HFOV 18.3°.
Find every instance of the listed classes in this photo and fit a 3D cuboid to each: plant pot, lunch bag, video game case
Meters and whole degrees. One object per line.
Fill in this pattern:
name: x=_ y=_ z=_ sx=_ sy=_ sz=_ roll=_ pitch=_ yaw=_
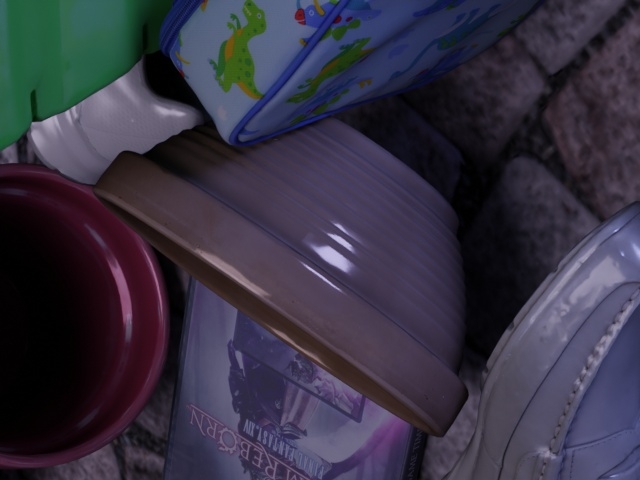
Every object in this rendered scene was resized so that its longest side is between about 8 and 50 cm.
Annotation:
plant pot: x=-0.229 y=0.057 z=1.360 sx=0.180 sy=0.201 sz=0.201 roll=-12 pitch=97 yaw=60
plant pot: x=0.000 y=0.000 z=1.106 sx=0.237 sy=0.237 sz=0.109 roll=32 pitch=83 yaw=30
lunch bag: x=0.033 y=-0.135 z=1.015 sx=0.090 sy=0.219 sz=0.176 roll=56 pitch=135 yaw=13
video game case: x=-0.014 y=0.097 z=1.281 sx=0.196 sy=0.026 sz=0.274 roll=29 pitch=122 yaw=33

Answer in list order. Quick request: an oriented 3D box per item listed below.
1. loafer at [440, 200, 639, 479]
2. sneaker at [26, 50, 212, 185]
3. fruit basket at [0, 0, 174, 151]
loafer: x=0.140 y=0.115 z=1.093 sx=0.111 sy=0.112 sz=0.319 roll=37 pitch=135 yaw=21
sneaker: x=-0.143 y=-0.187 z=1.259 sx=0.129 sy=0.111 sz=0.297 roll=-11 pitch=104 yaw=32
fruit basket: x=-0.157 y=-0.257 z=0.959 sx=0.283 sy=0.392 sz=0.392 roll=18 pitch=117 yaw=36
